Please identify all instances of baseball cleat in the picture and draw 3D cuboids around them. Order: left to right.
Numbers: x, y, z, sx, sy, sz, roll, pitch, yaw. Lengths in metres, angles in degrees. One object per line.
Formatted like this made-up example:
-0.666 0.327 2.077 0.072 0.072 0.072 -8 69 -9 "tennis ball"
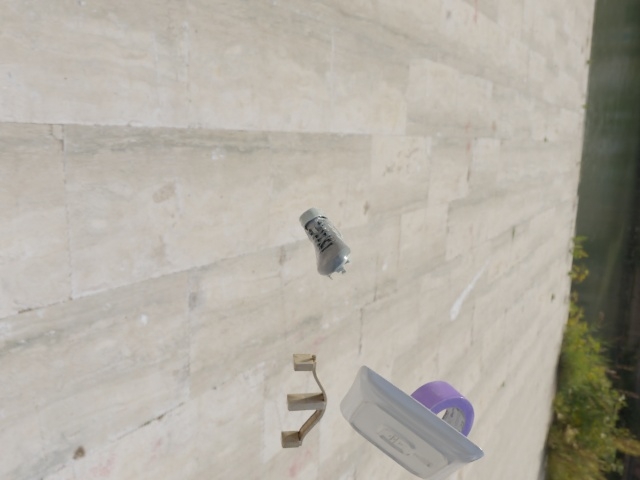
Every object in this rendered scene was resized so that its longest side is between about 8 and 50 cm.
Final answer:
0.000 0.000 1.084 0.109 0.072 0.206 50 4 -11 "baseball cleat"

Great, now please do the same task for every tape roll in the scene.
0.305 0.470 1.572 0.189 0.080 0.189 -11 116 -23 "tape roll"

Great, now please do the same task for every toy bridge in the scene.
-0.022 0.253 0.945 0.026 0.063 0.188 -111 -153 -57 "toy bridge"

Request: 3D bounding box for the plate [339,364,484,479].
0.163 0.395 1.227 0.045 0.278 0.277 -49 166 -31 "plate"
